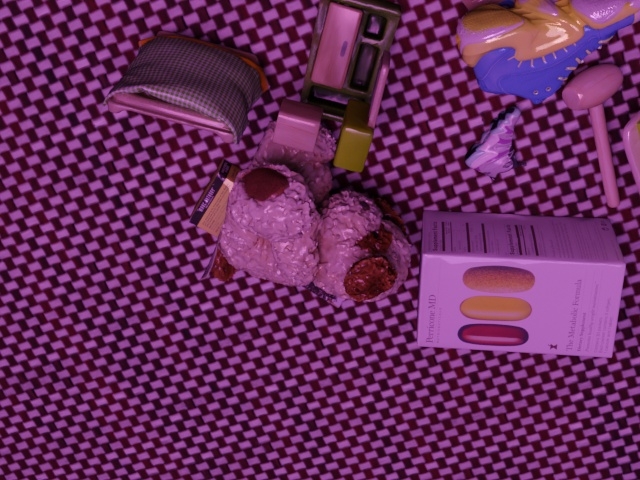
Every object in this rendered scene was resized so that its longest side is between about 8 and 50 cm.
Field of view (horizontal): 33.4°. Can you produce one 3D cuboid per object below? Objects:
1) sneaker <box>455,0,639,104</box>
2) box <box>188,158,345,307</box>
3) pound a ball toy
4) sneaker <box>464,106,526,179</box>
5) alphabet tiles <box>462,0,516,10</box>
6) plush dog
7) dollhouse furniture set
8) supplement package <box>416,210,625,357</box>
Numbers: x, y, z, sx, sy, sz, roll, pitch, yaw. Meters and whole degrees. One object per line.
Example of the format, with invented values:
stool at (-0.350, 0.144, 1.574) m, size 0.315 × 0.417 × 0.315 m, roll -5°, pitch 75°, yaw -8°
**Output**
sneaker at (0.282, -0.234, 1.243) m, size 0.240 × 0.091 × 0.126 m, roll -10°, pitch 133°, yaw 10°
box at (-0.050, -0.009, 1.400) m, size 0.232 × 0.058 × 0.087 m, roll 29°, pitch 114°, yaw -8°
pound a ball toy at (0.446, -0.079, 1.282) m, size 0.135 × 0.208 × 0.319 m, roll -39°, pitch 122°, yaw -18°
sneaker at (0.235, -0.117, 1.333) m, size 0.069 × 0.038 × 0.098 m, roll 33°, pitch 124°, yaw -12°
alphabet tiles at (0.253, -0.390, 1.210) m, size 0.285 × 0.011 × 0.342 m, roll -36°, pitch 108°, yaw 21°
plush dog at (0.000, 0.000, 1.272) m, size 0.225 × 0.262 × 0.211 m, roll 22°, pitch 116°, yaw -1°
dollhouse furniture set at (-0.073, -0.213, 1.224) m, size 0.301 × 0.197 × 0.151 m, roll 14°, pitch 117°, yaw -2°
supplement package at (0.247, 0.053, 1.358) m, size 0.244 × 0.134 × 0.139 m, roll 2°, pitch 116°, yaw 5°
